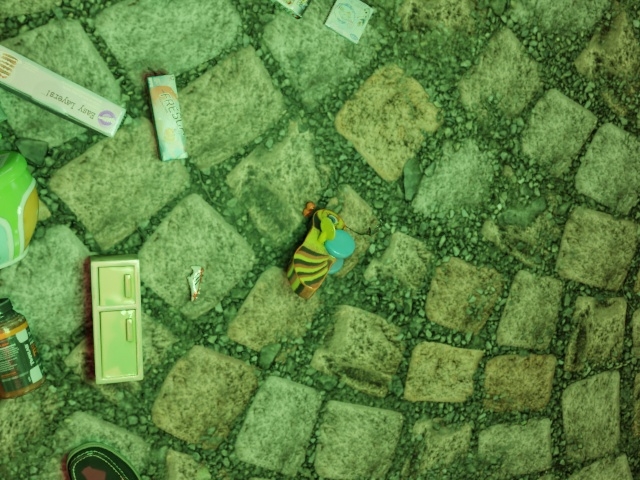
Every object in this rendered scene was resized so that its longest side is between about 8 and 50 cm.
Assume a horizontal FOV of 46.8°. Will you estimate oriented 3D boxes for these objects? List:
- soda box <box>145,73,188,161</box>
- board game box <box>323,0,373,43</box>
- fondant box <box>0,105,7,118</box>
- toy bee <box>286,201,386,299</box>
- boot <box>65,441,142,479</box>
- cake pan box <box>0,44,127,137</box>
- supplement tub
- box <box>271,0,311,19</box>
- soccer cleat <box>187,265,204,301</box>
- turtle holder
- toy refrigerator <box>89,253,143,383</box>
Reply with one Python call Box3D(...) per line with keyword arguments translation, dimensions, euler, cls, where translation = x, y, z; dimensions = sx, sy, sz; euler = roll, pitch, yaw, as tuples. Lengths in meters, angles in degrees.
Box3D(translation=(-0.333, -0.264, 1.598), dimensions=(0.058, 0.063, 0.183), euler=(-12, 102, -17), cls="soda box")
Box3D(translation=(0.065, -0.517, 1.714), dimensions=(0.090, 0.020, 0.090), euler=(27, 89, -21), cls="board game box")
Box3D(translation=(-0.713, -0.355, 1.364), dimensions=(0.096, 0.238, 0.330), euler=(-30, 107, -12), cls="fondant box")
Box3D(translation=(0.000, 0.000, 1.721), dimensions=(0.162, 0.298, 0.195), euler=(41, 121, 7), cls="toy bee")
Box3D(translation=(-0.422, 0.637, 1.592), dimensions=(0.138, 0.284, 0.377), euler=(-25, 106, -13), cls="boot")
Box3D(translation=(-0.512, -0.280, 1.440), dimensions=(0.267, 0.246, 0.070), euler=(26, 90, -20), cls="cake pan box")
Box3D(translation=(-0.653, 0.223, 1.546), dimensions=(0.106, 0.106, 0.197), euler=(-17, 104, -15), cls="supplement tub")
Box3D(translation=(-0.041, -0.615, 1.655), dimensions=(0.114, 0.036, 0.207), euler=(31, 88, -20), cls="box")
Box3D(translation=(-0.290, 0.097, 1.691), dimensions=(0.036, 0.029, 0.083), euler=(13, 91, -11), cls="soccer cleat")
Box3D(translation=(-0.699, -0.044, 1.416), dimensions=(0.320, 0.243, 0.227), euler=(-31, 123, -30), cls="turtle holder")
Box3D(translation=(-0.444, 0.169, 1.614), dimensions=(0.102, 0.094, 0.269), euler=(-2, 99, -18), cls="toy refrigerator")
